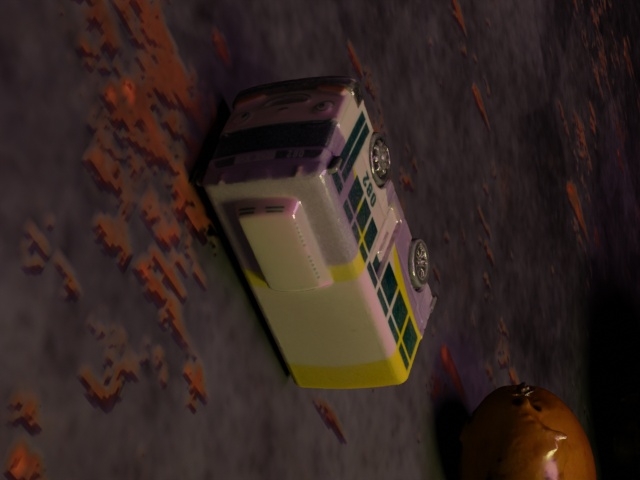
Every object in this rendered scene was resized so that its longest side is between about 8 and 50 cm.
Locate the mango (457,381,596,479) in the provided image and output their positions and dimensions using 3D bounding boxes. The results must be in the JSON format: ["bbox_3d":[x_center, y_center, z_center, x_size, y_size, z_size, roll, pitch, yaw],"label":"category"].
[{"bbox_3d":[0.100,0.122,0.582,0.077,0.063,0.127,-72,151,-47],"label":"mango"}]

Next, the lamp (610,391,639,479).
[{"bbox_3d":[0.343,0.156,0.846,0.303,0.257,0.303,-7,90,-66],"label":"lamp"}]

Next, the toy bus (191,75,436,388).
[{"bbox_3d":[0.000,0.000,0.416,0.058,0.052,0.102,-67,144,-45],"label":"toy bus"}]
